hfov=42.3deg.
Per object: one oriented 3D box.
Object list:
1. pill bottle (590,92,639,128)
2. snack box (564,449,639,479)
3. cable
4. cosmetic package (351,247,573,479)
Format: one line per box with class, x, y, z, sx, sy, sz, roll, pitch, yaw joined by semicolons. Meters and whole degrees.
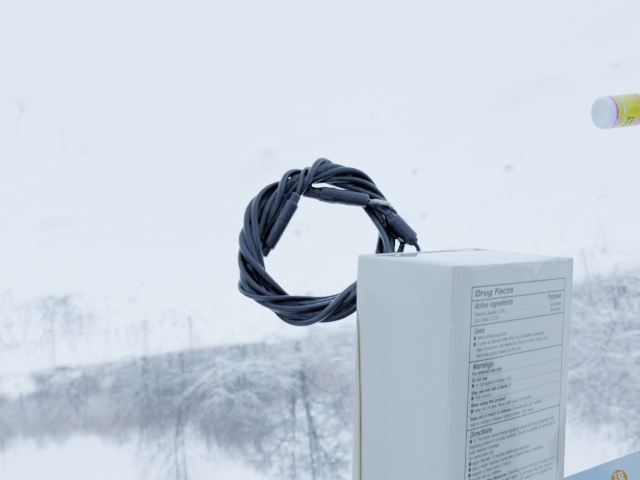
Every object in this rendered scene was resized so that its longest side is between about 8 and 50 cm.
pill bottle;0.404;-0.172;1.096;0.083;0.043;0.043;-9;173;-21
snack box;0.318;0.277;0.836;0.207;0.070;0.174;-29;139;25
cable;0.000;0.000;0.774;0.184;0.150;0.047;-26;172;-26
cosmetic package;0.117;0.165;0.693;0.160;0.309;0.113;-1;-176;-41
